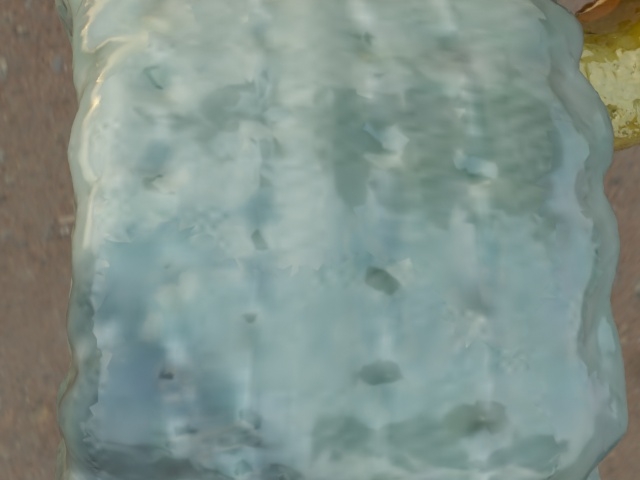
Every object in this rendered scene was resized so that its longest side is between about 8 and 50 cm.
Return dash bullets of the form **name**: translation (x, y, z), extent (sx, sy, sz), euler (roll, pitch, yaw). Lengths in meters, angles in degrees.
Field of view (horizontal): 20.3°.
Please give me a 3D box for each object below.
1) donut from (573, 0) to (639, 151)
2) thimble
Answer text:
- **donut**: translation (0.175, -0.179, 1.142), extent (0.278, 0.108, 0.277), euler (-4, 101, -22)
- **thimble**: translation (0.000, 0.000, 0.569), extent (0.172, 0.204, 0.250), euler (1, 40, -8)
